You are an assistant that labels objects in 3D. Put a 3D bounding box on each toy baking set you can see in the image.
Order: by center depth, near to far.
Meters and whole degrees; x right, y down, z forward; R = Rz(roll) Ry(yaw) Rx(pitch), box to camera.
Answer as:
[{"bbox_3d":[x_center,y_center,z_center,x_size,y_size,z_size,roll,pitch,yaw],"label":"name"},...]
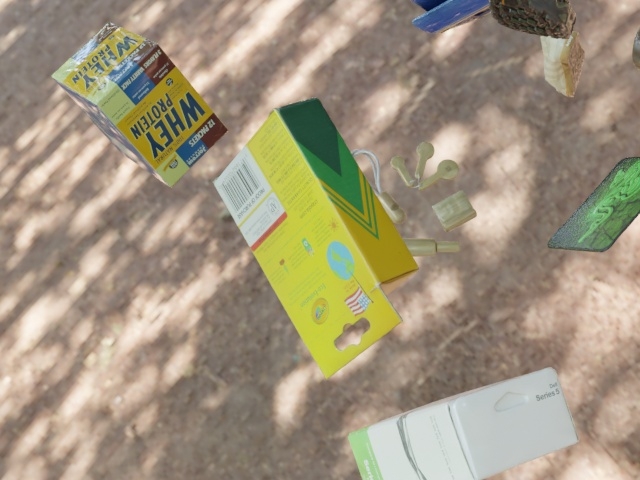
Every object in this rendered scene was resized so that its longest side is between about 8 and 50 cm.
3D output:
[{"bbox_3d":[0.122,-0.063,1.918,0.256,0.030,0.197,-5,69,-1],"label":"toy baking set"}]

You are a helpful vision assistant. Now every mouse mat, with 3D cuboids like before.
[{"bbox_3d":[0.411,-0.053,1.646,0.190,0.007,0.152,-46,16,-14],"label":"mouse mat"}]

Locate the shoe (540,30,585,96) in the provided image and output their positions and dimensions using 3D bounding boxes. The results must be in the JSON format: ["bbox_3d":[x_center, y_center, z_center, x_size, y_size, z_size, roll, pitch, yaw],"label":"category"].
[{"bbox_3d":[0.423,-0.315,2.061,0.058,0.219,0.077,18,79,19],"label":"shoe"}]

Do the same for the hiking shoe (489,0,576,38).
[{"bbox_3d":[0.208,-0.279,1.159,0.086,0.227,0.114,20,85,33],"label":"hiking shoe"}]

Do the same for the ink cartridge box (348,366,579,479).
[{"bbox_3d":[0.199,0.280,1.682,0.198,0.115,0.273,-13,-10,-31],"label":"ink cartridge box"}]

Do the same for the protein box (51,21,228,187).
[{"bbox_3d":[-0.293,-0.222,1.911,0.136,0.200,0.201,-46,37,-9],"label":"protein box"}]

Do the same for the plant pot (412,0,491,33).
[{"bbox_3d":[0.247,-0.483,1.962,0.236,0.212,0.236,-23,3,37],"label":"plant pot"}]

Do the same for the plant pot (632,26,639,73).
[{"bbox_3d":[0.630,-0.314,1.990,0.167,0.167,0.165,-46,41,-5],"label":"plant pot"}]

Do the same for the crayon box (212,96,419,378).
[{"bbox_3d":[0.000,0.000,1.555,0.081,0.319,0.202,-20,-14,-39],"label":"crayon box"}]
